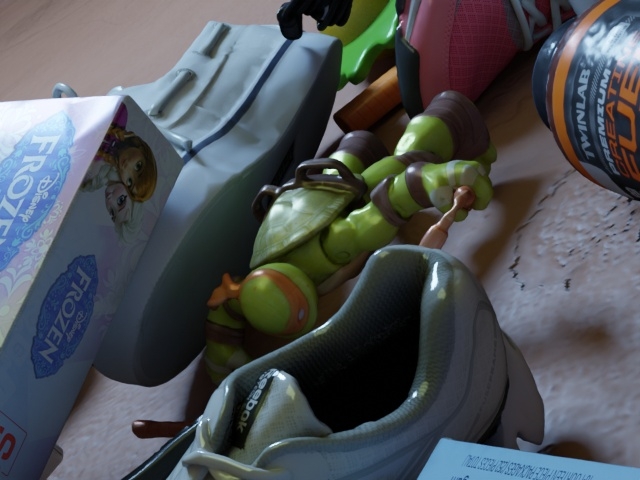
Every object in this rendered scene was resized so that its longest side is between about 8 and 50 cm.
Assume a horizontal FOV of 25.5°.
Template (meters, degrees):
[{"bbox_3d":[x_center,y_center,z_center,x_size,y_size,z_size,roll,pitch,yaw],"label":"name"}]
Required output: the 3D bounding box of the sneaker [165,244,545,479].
[{"bbox_3d":[-0.034,0.116,0.547,0.110,0.118,0.292,34,70,30],"label":"sneaker"}]

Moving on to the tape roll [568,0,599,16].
[{"bbox_3d":[0.232,-0.212,0.779,0.246,0.169,0.246,-30,22,14],"label":"tape roll"}]

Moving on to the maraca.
[{"bbox_3d":[0.045,-0.188,1.104,0.127,0.099,0.185,-48,22,33],"label":"maraca"}]

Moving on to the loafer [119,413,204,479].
[{"bbox_3d":[-0.059,0.137,0.657,0.220,0.078,0.080,-32,-14,-18],"label":"loafer"}]

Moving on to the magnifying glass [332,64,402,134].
[{"bbox_3d":[0.104,-0.155,1.048,0.231,0.026,0.092,-41,22,-9],"label":"magnifying glass"}]

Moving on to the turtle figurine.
[{"bbox_3d":[0.000,0.000,0.781,0.269,0.087,0.217,-40,5,38],"label":"turtle figurine"}]

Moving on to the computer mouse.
[{"bbox_3d":[0.042,-0.209,0.983,0.184,0.060,0.262,-54,7,10],"label":"computer mouse"}]

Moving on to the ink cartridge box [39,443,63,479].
[{"bbox_3d":[-0.296,0.126,0.859,0.237,0.100,0.172,25,70,44],"label":"ink cartridge box"}]

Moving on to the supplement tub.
[{"bbox_3d":[0.173,-0.063,0.653,0.106,0.106,0.198,-40,22,-8],"label":"supplement tub"}]

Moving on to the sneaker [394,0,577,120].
[{"bbox_3d":[0.161,-0.199,0.941,0.136,0.116,0.314,23,69,30],"label":"sneaker"}]

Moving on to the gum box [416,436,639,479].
[{"bbox_3d":[0.033,0.149,0.412,0.184,0.041,0.157,-57,12,-13],"label":"gum box"}]

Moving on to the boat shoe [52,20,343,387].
[{"bbox_3d":[-0.108,-0.052,0.919,0.156,0.135,0.367,16,39,9],"label":"boat shoe"}]

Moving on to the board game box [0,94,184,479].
[{"bbox_3d":[-0.268,0.066,0.769,0.318,0.066,0.318,0,55,31],"label":"board game box"}]
